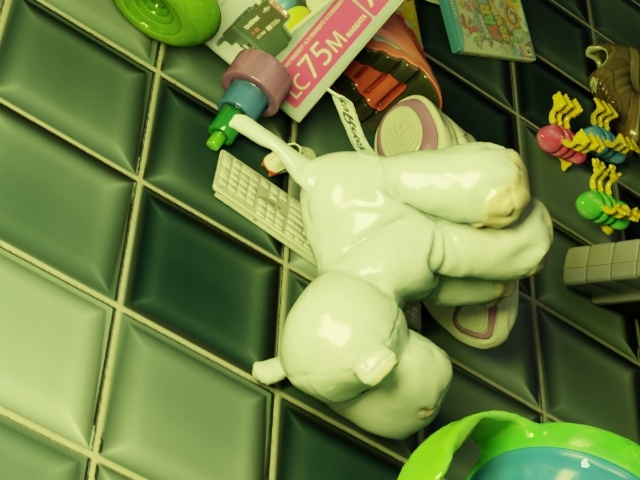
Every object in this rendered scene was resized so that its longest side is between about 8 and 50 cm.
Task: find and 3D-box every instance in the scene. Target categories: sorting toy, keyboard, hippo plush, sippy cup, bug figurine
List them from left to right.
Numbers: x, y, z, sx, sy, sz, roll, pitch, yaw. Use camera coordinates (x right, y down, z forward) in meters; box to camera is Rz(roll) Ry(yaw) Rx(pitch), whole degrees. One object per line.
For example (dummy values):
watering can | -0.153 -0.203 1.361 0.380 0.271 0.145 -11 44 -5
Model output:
sorting toy | -0.197 -0.215 1.672 0.365 0.127 0.126 40 62 -14
keyboard | 0.000 0.000 1.713 0.256 0.014 0.072 35 35 -17
hippo plush | 0.070 0.040 1.538 0.294 0.234 0.236 45 45 -38
sippy cup | 0.186 0.306 1.426 0.305 0.240 0.224 26 42 14
bug figurine | 0.358 -0.066 2.125 0.216 0.072 0.279 22 35 -43

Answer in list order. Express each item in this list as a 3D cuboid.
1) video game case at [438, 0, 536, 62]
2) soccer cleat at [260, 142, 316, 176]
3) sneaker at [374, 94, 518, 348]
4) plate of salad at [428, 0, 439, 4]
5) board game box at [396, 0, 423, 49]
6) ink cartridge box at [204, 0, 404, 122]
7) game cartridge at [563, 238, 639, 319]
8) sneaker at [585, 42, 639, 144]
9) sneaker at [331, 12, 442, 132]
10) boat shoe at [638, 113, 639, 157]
video game case | 0.209 -0.289 2.221 0.166 0.015 0.119 0 73 -48
soccer cleat | -0.026 -0.084 1.752 0.083 0.035 0.029 -14 65 -53
sneaker | 0.161 -0.017 1.814 0.152 0.114 0.305 25 39 -44
plate of salad | 0.115 -0.382 2.216 0.200 0.048 0.200 29 36 -24
board game box | 0.069 -0.273 2.067 0.103 0.026 0.154 24 39 -30
ink cartridge box | -0.080 -0.289 1.773 0.311 0.186 0.065 41 3 -7
game cartridge | 0.474 0.068 1.987 0.355 0.230 0.068 19 69 -36
sneaker | 0.390 -0.192 2.325 0.071 0.066 0.188 10 44 -6
sneaker | 0.006 -0.245 1.911 0.314 0.116 0.136 42 26 -20
boat shoe | 0.432 -0.113 2.239 0.049 0.056 0.152 -22 107 -41
